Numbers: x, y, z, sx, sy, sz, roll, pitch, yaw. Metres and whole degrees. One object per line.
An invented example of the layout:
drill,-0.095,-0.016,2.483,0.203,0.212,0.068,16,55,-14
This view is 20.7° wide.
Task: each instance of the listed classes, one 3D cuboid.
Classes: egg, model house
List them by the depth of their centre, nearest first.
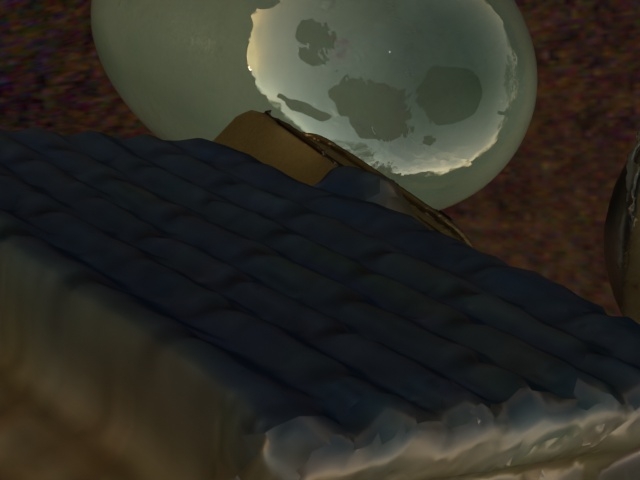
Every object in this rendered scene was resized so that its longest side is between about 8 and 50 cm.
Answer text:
model house,-0.018,0.180,0.677,0.400,0.395,0.445,-43,125,-21
egg,-0.015,-0.139,1.263,0.230,0.371,0.230,-31,132,-43

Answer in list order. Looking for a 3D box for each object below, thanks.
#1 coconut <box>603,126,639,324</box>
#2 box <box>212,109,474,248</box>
coconut,0.290,-0.002,0.890,0.323,0.323,0.323,-1,93,-25
box,0.000,0.000,0.961,0.111,0.177,0.111,-29,139,-29
